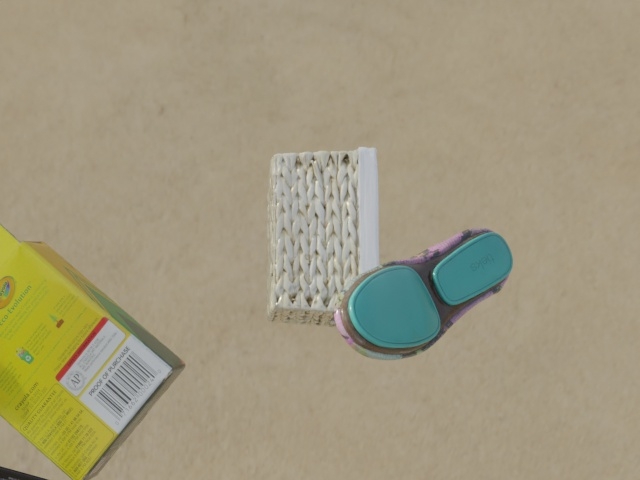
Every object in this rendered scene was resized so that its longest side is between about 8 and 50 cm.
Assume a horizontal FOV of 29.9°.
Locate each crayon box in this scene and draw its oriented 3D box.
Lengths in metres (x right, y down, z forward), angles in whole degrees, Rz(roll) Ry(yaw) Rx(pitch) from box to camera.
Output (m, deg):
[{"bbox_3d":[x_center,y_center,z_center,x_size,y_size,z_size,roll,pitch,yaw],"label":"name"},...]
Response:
[{"bbox_3d":[-0.365,0.142,1.599,0.318,0.081,0.202,41,95,6],"label":"crayon box"}]

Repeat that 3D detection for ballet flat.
[{"bbox_3d":[0.072,0.048,0.966,0.221,0.079,0.077,-26,90,-46],"label":"ballet flat"}]

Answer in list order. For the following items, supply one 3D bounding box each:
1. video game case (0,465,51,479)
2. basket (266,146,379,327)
[{"bbox_3d":[-0.418,0.387,1.410,0.035,0.275,0.248,5,72,30],"label":"video game case"},{"bbox_3d":[0.000,0.000,1.163,0.103,0.113,0.167,2,78,-5],"label":"basket"}]
